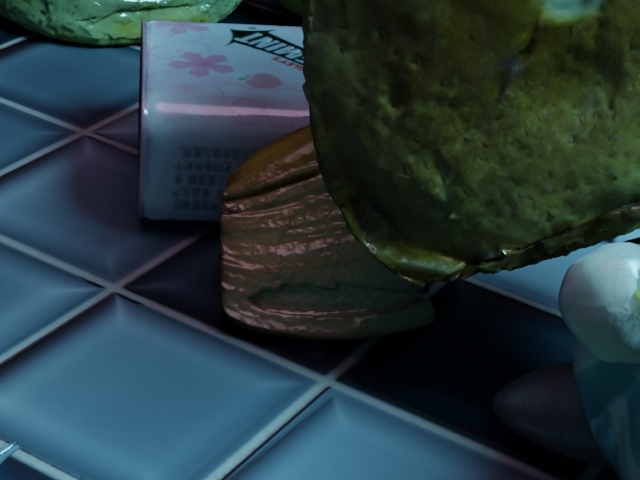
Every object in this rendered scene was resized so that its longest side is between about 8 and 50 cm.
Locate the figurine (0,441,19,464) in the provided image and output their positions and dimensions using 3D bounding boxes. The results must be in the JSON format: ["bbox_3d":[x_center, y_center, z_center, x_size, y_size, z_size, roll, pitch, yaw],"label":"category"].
[{"bbox_3d":[-0.214,0.157,0.595,0.184,0.128,0.208,22,25,31],"label":"figurine"}]

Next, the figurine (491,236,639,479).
[{"bbox_3d":[0.208,0.109,0.687,0.361,0.266,0.378,-7,-4,-39],"label":"figurine"}]

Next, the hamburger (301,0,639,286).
[{"bbox_3d":[0.136,-0.132,0.796,0.318,0.276,0.195,-16,15,28],"label":"hamburger"}]

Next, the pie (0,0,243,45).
[{"bbox_3d":[-0.203,-0.268,1.386,0.303,0.066,0.302,4,30,-2],"label":"pie"}]

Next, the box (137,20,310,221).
[{"bbox_3d":[0.047,-0.089,1.075,0.370,0.112,0.190,0,31,-9],"label":"box"}]

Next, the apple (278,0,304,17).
[{"bbox_3d":[0.034,-0.286,1.342,0.200,0.200,0.200,4,30,-2],"label":"apple"}]

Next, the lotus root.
[{"bbox_3d":[-0.003,0.000,0.944,0.135,0.095,0.159,-8,70,-3],"label":"lotus root"}]
